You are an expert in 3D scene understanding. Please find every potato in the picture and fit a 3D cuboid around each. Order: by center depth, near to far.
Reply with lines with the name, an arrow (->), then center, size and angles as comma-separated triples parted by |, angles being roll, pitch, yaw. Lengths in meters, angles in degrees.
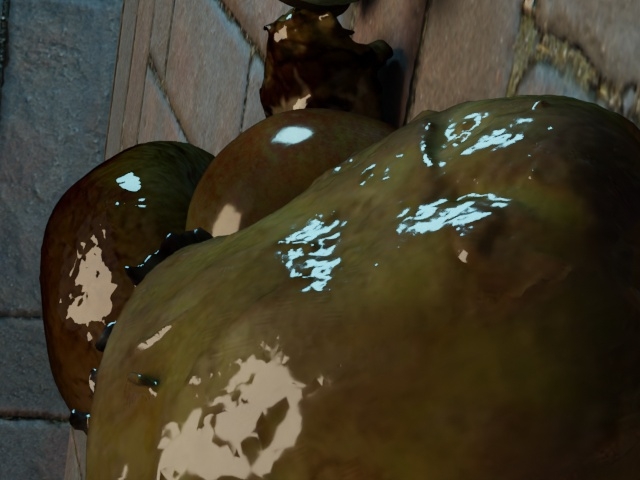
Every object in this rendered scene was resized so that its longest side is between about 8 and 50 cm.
potato -> 0.063, 0.072, 0.775 | 0.237, 0.300, 0.289 | -32, 54, 52

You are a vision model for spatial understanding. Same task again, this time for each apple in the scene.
apple -> 0.000, 0.000, 1.178 | 0.174, 0.188, 0.188 | -121, 38, -76

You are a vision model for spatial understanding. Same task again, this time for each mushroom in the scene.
mushroom -> -0.062, 0.030, 1.418 | 0.334, 0.356, 0.331 | 63, 171, 3

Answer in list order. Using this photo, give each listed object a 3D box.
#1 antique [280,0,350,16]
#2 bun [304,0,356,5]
antique -> -0.002, -0.317, 1.442 | 0.143, 0.121, 0.257 | -129, 44, -61
bun -> 0.033, -0.272, 1.264 | 0.204, 0.126, 0.213 | 146, 135, -73
